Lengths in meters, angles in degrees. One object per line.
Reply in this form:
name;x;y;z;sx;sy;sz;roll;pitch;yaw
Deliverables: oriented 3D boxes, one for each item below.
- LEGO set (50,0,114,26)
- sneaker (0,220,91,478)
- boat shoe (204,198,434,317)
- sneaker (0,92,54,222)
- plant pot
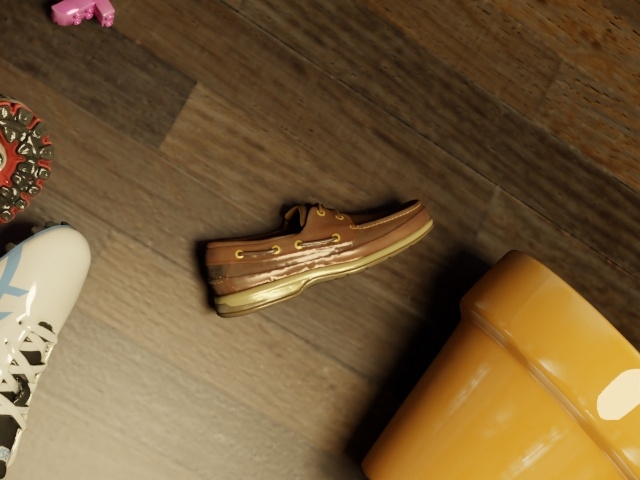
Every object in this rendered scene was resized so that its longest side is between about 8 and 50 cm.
LEGO set;-0.225;-0.138;0.853;0.227;0.087;0.093;-30;83;-19
sneaker;-0.211;0.098;0.840;0.086;0.085;0.237;26;80;28
boat shoe;0.000;0.000;0.947;0.178;0.064;0.060;-20;95;-18
sneaker;-0.266;-0.006;0.845;0.225;0.093;0.088;-43;121;-4
plant pot;0.138;0.143;0.931;0.188;0.205;0.205;-43;101;-2
